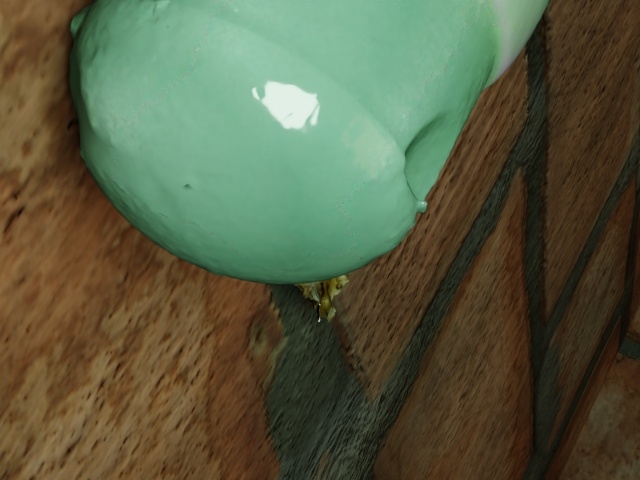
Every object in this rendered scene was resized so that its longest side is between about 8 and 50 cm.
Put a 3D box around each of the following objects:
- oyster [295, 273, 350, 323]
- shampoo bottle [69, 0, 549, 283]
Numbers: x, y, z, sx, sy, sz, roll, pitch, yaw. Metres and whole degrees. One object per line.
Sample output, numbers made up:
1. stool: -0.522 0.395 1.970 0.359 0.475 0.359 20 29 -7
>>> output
1. oyster: -0.001 0.000 0.900 0.132 0.029 0.086 70 39 -60
2. shampoo bottle: 0.028 -0.142 0.622 0.349 0.151 0.222 -60 162 -21
